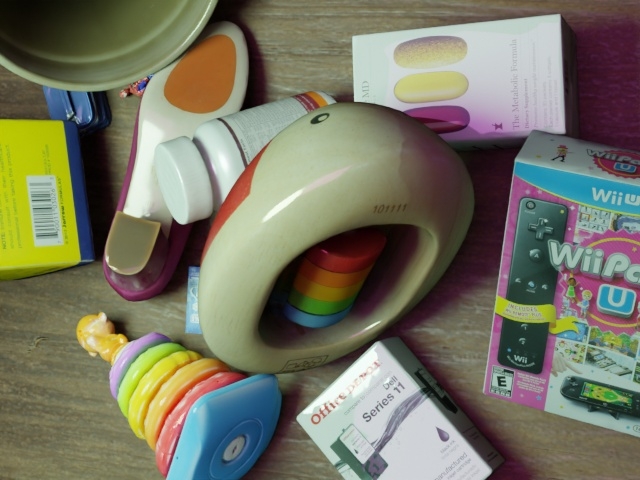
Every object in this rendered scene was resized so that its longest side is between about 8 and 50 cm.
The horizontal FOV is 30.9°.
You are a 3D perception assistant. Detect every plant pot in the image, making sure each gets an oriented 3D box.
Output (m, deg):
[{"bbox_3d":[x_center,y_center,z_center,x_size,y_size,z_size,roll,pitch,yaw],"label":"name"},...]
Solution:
[{"bbox_3d":[-0.310,-0.393,1.450,0.323,0.323,0.280,-45,42,13],"label":"plant pot"}]

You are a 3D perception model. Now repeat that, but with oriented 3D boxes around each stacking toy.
[{"bbox_3d":[-0.213,0.186,1.500,0.302,0.165,0.175,33,117,29],"label":"stacking toy"}]

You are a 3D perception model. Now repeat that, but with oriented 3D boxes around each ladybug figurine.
[{"bbox_3d":[0.000,0.000,1.319,0.449,0.305,0.162,-61,43,49],"label":"ladybug figurine"}]

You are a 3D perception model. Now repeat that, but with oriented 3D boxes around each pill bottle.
[{"bbox_3d":[-0.081,-0.099,1.403,0.221,0.121,0.121,-19,81,-22],"label":"pill bottle"}]

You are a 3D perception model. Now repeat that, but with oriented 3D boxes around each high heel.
[{"bbox_3d":[-0.193,-0.103,1.531,0.127,0.181,0.377,25,75,2],"label":"high heel"}]

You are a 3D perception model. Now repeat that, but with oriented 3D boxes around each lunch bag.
[{"bbox_3d":[-0.335,-0.187,1.580,0.067,0.065,0.098,-20,82,18],"label":"lunch bag"}]

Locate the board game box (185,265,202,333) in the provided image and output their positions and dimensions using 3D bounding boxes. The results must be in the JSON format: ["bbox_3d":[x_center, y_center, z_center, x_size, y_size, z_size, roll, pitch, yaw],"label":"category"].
[{"bbox_3d":[-0.132,0.081,1.528,0.090,0.020,0.090,3,91,20],"label":"board game box"}]

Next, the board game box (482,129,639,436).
[{"bbox_3d":[0.308,0.051,1.267,0.224,0.097,0.303,13,119,18],"label":"board game box"}]

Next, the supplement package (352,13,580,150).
[{"bbox_3d":[0.173,-0.176,1.362,0.244,0.134,0.139,-3,88,20],"label":"supplement package"}]

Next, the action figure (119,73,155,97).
[{"bbox_3d":[-0.228,-0.230,1.564,0.115,0.030,0.038,-38,82,17],"label":"action figure"}]

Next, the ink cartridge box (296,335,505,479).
[{"bbox_3d":[0.096,0.242,1.408,0.153,0.087,0.208,-45,75,13],"label":"ink cartridge box"}]

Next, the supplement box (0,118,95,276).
[{"bbox_3d":[-0.494,-0.042,1.457,0.194,0.356,0.195,-11,85,44],"label":"supplement box"}]
